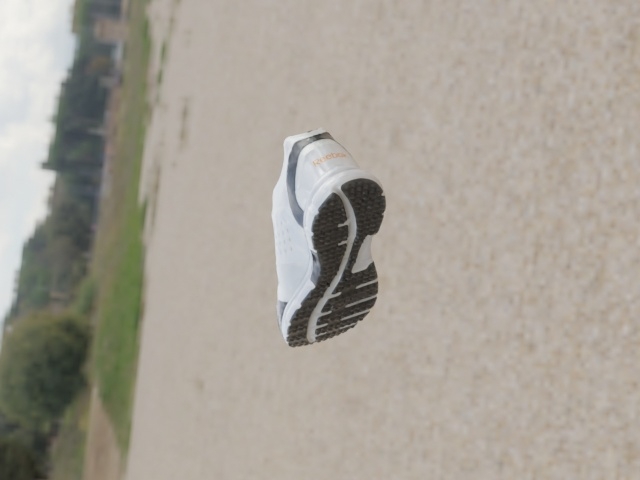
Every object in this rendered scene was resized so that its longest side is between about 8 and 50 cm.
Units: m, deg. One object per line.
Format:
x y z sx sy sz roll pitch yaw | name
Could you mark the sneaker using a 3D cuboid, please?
0.000 0.000 0.609 0.043 0.040 0.109 57 151 34 | sneaker
